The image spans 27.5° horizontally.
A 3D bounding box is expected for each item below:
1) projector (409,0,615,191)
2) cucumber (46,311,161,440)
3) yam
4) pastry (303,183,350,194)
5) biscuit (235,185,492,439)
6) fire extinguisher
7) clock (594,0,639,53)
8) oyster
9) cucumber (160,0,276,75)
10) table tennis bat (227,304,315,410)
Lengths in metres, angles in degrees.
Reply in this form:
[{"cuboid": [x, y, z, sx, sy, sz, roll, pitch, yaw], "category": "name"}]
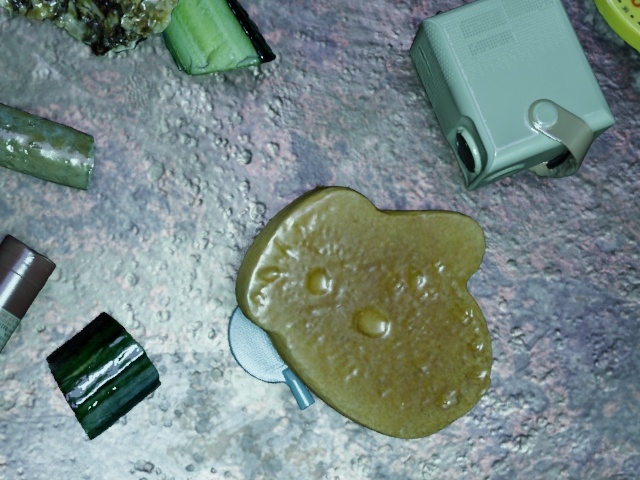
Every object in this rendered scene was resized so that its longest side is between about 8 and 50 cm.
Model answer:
[{"cuboid": [0.237, -0.181, 1.611, 0.177, 0.163, 0.242, -23, 84, -7], "category": "projector"}, {"cuboid": [-0.264, 0.160, 1.566, 0.115, 0.062, 0.116, -38, 91, -13], "category": "cucumber"}, {"cuboid": [-0.356, -0.119, 1.578, 0.179, 0.078, 0.078, 17, 82, -5], "category": "yam"}, {"cuboid": [0.000, 0.000, 1.616, 0.080, 0.056, 0.140, 4, 84, -14], "category": "pastry"}, {"cuboid": [0.078, 0.071, 1.588, 0.344, 0.057, 0.287, 43, 84, -15], "category": "biscuit"}, {"cuboid": [-0.394, 0.113, 1.556, 0.099, 0.071, 0.231, 34, 81, -30], "category": "fire extinguisher"}, {"cuboid": [0.482, -0.356, 1.682, 0.293, 0.071, 0.277, -39, 80, -17], "category": "clock"}, {"cuboid": [-0.263, -0.338, 1.582, 0.214, 0.083, 0.223, 25, 100, 9], "category": "oyster"}, {"cuboid": [-0.137, -0.274, 1.619, 0.115, 0.086, 0.193, -39, 83, 35], "category": "cucumber"}, {"cuboid": [-0.052, 0.138, 1.614, 0.100, 0.019, 0.155, -31, 86, -9], "category": "table tennis bat"}]
